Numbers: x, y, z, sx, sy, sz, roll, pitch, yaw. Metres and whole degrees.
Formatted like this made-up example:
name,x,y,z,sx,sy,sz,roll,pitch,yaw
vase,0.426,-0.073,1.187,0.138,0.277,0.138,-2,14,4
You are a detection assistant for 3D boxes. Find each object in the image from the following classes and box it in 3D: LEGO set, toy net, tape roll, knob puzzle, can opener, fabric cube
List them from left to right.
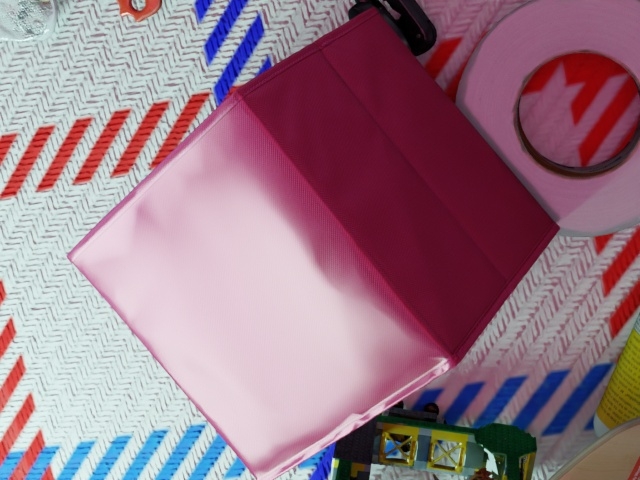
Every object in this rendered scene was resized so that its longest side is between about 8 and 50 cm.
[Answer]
name,x,y,z,sx,sy,sz,roll,pitch,yaw
toy net,-0.227,-0.247,1.182,0.232,0.045,0.122,-29,96,17
fabric cube,0.000,0.000,1.044,0.258,0.259,0.254,49,127,-1
can opener,0.039,-0.242,1.123,0.059,0.073,0.186,-36,83,21
LEGO set,0.083,0.302,1.098,0.255,0.331,0.192,5,110,-3
tape roll,0.233,-0.116,1.101,0.219,0.072,0.219,2,101,12
knob puzzle,0.271,0.214,1.044,0.213,0.030,0.213,-7,119,-14

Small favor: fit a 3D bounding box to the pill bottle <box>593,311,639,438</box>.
name,x,y,z,sx,sy,sz,roll,pitch,yaw
pill bottle,0.320,0.146,1.113,0.118,0.117,0.208,21,105,6
